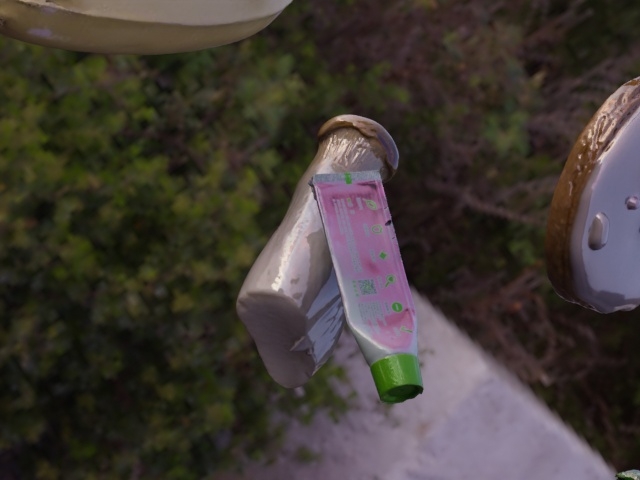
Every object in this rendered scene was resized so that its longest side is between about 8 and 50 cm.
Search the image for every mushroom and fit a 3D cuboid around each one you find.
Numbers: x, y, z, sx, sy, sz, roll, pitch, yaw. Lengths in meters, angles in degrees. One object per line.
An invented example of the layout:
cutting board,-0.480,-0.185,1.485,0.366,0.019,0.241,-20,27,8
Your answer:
mushroom,0.000,0.000,1.969,0.122,0.159,0.329,19,56,5

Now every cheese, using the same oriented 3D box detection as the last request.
cheese,-0.191,-0.235,1.284,0.316,0.128,0.259,-17,43,-42

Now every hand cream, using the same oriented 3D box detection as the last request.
hand cream,0.055,0.044,1.824,0.079,0.050,0.275,12,54,-42

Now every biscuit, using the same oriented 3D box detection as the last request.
biscuit,0.263,-0.033,1.393,0.049,0.208,0.181,29,21,37

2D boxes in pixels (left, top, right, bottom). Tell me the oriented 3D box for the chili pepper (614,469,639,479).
chili pepper,0.292,0.326,1.602,0.062,0.108,0.216,-143,-127,-77
